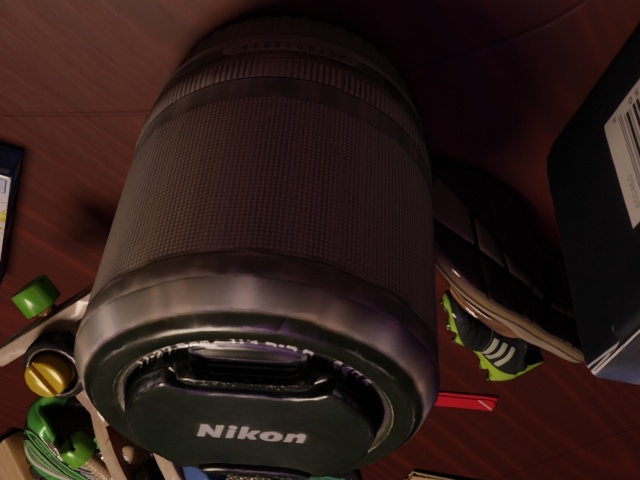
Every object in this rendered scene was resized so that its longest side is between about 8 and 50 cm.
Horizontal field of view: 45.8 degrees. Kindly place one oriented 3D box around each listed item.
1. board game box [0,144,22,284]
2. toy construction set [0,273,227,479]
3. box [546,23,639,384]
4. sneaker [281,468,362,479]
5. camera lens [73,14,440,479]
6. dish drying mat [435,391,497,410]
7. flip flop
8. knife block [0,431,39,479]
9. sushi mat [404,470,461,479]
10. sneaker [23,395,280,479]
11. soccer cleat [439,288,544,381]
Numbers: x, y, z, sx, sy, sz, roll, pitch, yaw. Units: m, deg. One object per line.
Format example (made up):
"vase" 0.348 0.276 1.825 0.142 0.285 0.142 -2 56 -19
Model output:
"board game box" -0.357 -0.028 0.699 0.136 0.035 0.201 17 139 -15
"toy construction set" -0.208 0.115 0.753 0.309 0.257 0.237 -22 118 43
"box" 0.400 -0.037 0.479 0.395 0.212 0.293 11 139 -9
"sneaker" -0.014 0.365 1.130 0.224 0.083 0.098 -25 155 34
"camera lens" -0.032 0.007 0.523 0.219 0.274 0.219 3 141 2
"dish drying mat" 0.176 0.201 0.947 0.083 0.008 0.032 5 141 0
"flip flop" 0.164 0.035 0.687 0.080 0.112 0.277 -14 145 42
"knife block" -0.375 0.437 1.101 0.276 0.242 0.088 30 133 -27
"sushi mat" 0.265 0.421 1.195 0.316 0.019 0.151 13 141 -9
"sneaker" -0.221 0.281 0.978 0.343 0.134 0.146 9 138 -1
"soccer cleat" 0.178 0.092 0.783 0.072 0.060 0.179 -25 139 18
